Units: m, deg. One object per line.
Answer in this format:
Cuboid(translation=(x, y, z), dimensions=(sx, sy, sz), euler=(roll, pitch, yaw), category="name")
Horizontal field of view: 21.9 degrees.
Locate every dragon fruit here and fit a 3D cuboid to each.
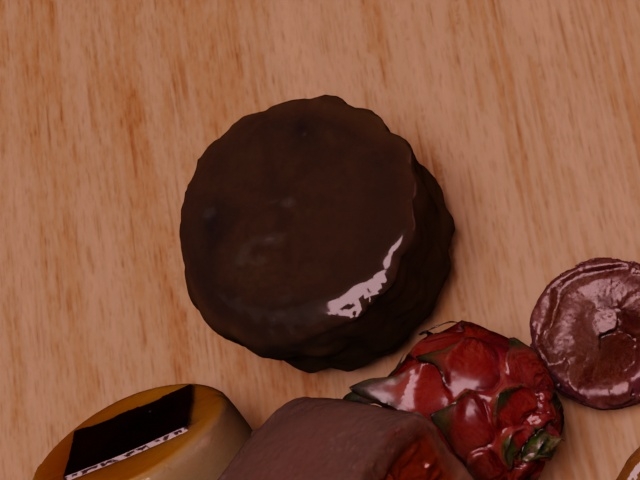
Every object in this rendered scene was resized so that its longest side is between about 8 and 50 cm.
Cuboid(translation=(0.154, 0.190, 1.856), dimensions=(0.274, 0.192, 0.193), euler=(10, 57, 34), category="dragon fruit")

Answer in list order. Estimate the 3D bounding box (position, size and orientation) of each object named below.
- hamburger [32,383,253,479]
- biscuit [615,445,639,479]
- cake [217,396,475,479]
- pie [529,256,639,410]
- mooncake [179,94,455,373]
Cuboid(translation=(-0.197, 0.301, 1.937), dimensions=(0.300, 0.300, 0.176), euler=(-20, 110, 17), category="hamburger")
Cuboid(translation=(0.382, 0.305, 1.804), dimensions=(0.144, 0.033, 0.224), euler=(-2, 72, 23), category="biscuit")
Cuboid(translation=(0.012, 0.332, 1.710), dimensions=(0.230, 0.237, 0.309), euler=(-3, 41, 52), category="cake")
Cuboid(translation=(0.326, 0.106, 1.881), dimensions=(0.182, 0.049, 0.182), euler=(-7, 68, 18), category="pie")
Cuboid(translation=(-0.002, 0.000, 1.984), dimensions=(0.324, 0.187, 0.324), euler=(-8, 69, 21), category="mooncake")
